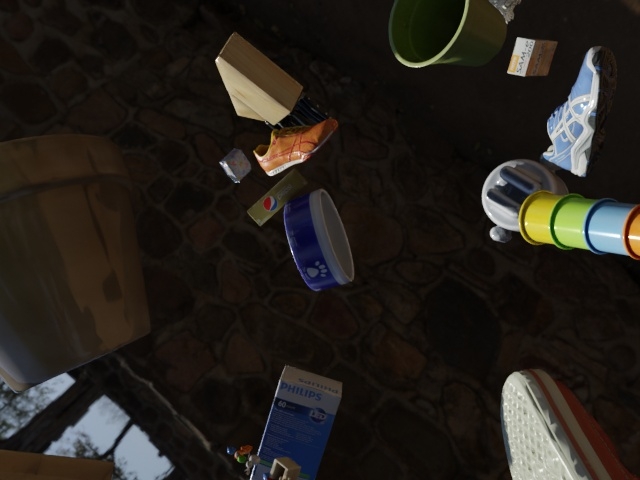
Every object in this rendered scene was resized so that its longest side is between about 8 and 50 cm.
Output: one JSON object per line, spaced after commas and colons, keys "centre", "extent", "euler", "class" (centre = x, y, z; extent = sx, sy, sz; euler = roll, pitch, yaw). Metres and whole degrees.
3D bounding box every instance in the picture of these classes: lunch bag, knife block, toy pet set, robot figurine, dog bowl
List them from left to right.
{"centre": [-0.259, -0.229, 1.567], "extent": [0.053, 0.071, 0.083], "euler": [18, 150, 47], "class": "lunch bag"}
{"centre": [-0.097, 0.420, 0.893], "extent": [0.122, 0.065, 0.114], "euler": [17, 178, 43], "class": "toy pet set"}
{"centre": [-0.104, -0.366, 1.262], "extent": [0.242, 0.088, 0.275], "euler": [14, 154, 17], "class": "knife block"}
{"centre": [0.000, 0.000, 1.377], "extent": [0.265, 0.104, 0.264], "euler": [-18, -90, -77], "class": "dog bowl"}
{"centre": [0.601, -0.122, 1.476], "extent": [0.200, 0.300, 0.353], "euler": [45, -159, 30], "class": "robot figurine"}

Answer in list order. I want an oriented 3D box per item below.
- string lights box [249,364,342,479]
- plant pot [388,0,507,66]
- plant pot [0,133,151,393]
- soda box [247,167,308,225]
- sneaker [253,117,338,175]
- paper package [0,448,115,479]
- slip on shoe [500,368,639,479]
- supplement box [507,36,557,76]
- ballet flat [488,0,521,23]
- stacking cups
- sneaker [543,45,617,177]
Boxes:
{"centre": [-0.053, 0.414, 1.082], "extent": [0.133, 0.259, 0.077], "euler": [17, -171, 3], "class": "string lights box"}
{"centre": [0.115, -0.183, 0.434], "extent": [0.083, 0.079, 0.083], "euler": [1, 91, 51], "class": "plant pot"}
{"centre": [-0.390, 0.047, 0.725], "extent": [0.280, 0.323, 0.323], "euler": [66, 159, 1], "class": "plant pot"}
{"centre": [-0.121, -0.121, 1.426], "extent": [0.058, 0.181, 0.061], "euler": [47, 177, -8], "class": "soda box"}
{"centre": [-0.047, -0.165, 0.859], "extent": [0.175, 0.064, 0.067], "euler": [-21, 115, 34], "class": "sneaker"}
{"centre": [-0.558, 0.417, 0.799], "extent": [0.325, 0.168, 0.309], "euler": [-6, 152, 24], "class": "paper package"}
{"centre": [0.230, 0.228, 0.319], "extent": [0.123, 0.101, 0.331], "euler": [87, 157, -54], "class": "slip on shoe"}
{"centre": [0.385, -0.332, 0.919], "extent": [0.036, 0.098, 0.062], "euler": [30, 125, 37], "class": "supplement box"}
{"centre": [0.371, -0.578, 0.999], "extent": [0.147, 0.408, 0.147], "euler": [22, 160, 9], "class": "ballet flat"}
{"centre": [0.435, -0.023, 0.724], "extent": [0.096, 0.096, 0.316], "euler": [51, 166, -20], "class": "stacking cups"}
{"centre": [0.398, -0.195, 0.787], "extent": [0.081, 0.080, 0.211], "euler": [27, 141, 35], "class": "sneaker"}
